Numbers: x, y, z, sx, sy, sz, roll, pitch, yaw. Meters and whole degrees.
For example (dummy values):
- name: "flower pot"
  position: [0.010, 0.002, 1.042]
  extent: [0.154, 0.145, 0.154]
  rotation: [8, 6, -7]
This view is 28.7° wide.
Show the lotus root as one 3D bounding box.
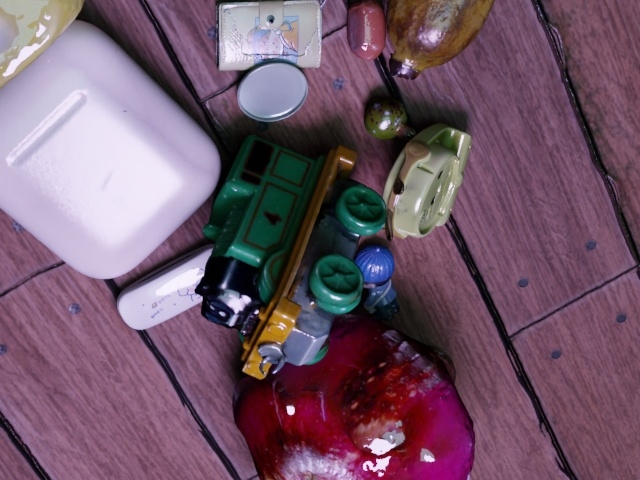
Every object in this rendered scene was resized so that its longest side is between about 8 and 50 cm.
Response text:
- name: "lotus root"
  position: [0.176, -0.353, 1.848]
  extent: [0.145, 0.128, 0.260]
  rotation: [26, 98, -14]

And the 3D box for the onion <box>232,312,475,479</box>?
- name: "onion"
  position: [0.098, 0.267, 2.016]
  extent: [0.420, 0.398, 0.398]
  rotation: [-35, 125, -39]

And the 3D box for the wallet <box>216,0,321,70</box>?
- name: "wallet"
  position: [-0.076, -0.305, 1.854]
  extent: [0.155, 0.039, 0.110]
  rotation: [-5, 116, -14]

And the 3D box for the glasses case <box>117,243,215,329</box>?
- name: "glasses case"
  position: [-0.228, 0.073, 1.976]
  extent: [0.197, 0.049, 0.076]
  rotation: [-28, 117, -1]

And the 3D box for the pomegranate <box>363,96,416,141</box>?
- name: "pomegranate"
  position: [0.105, -0.185, 1.928]
  extent: [0.073, 0.084, 0.073]
  rotation: [-17, 126, -25]

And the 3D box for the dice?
- name: "dice"
  position: [-0.460, -0.338, 1.629]
  extent: [0.227, 0.238, 0.233]
  rotation: [-37, 118, 5]

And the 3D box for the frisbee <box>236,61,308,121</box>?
- name: "frisbee"
  position: [-0.073, -0.225, 1.887]
  extent: [0.110, 0.014, 0.110]
  rotation: [-8, 135, -8]

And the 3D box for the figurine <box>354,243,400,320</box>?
- name: "figurine"
  position: [0.097, 0.070, 2.047]
  extent: [0.077, 0.079, 0.136]
  rotation: [-49, 120, -38]

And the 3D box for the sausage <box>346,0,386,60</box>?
- name: "sausage"
  position: [0.067, -0.316, 1.874]
  extent: [0.054, 0.059, 0.094]
  rotation: [-29, 125, -47]

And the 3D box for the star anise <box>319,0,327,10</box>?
- name: "star anise"
  position: [0.020, -0.441, 1.808]
  extent: [0.195, 0.065, 0.182]
  rotation: [-22, 112, 0]

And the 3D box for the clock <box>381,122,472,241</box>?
- name: "clock"
  position: [0.150, -0.076, 1.917]
  extent: [0.069, 0.232, 0.170]
  rotation: [25, 119, 19]

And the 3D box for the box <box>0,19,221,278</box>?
- name: "box"
  position: [-0.336, -0.126, 1.810]
  extent: [0.288, 0.141, 0.349]
  rotation: [-42, 117, 7]

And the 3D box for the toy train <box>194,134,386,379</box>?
- name: "toy train"
  position: [-0.057, 0.011, 1.830]
  extent: [0.249, 0.429, 0.178]
  rotation: [24, 139, -5]
